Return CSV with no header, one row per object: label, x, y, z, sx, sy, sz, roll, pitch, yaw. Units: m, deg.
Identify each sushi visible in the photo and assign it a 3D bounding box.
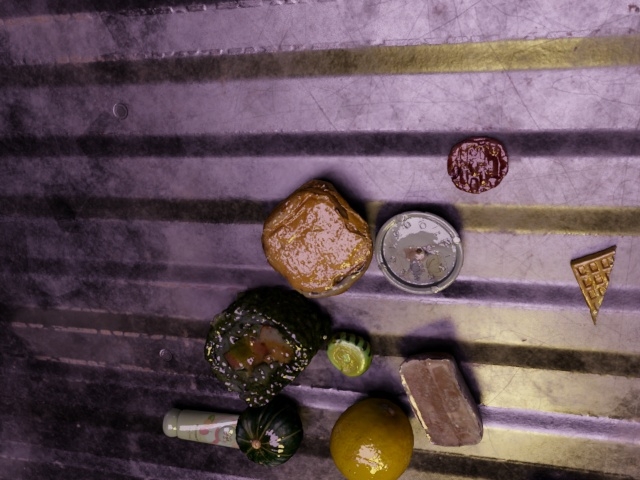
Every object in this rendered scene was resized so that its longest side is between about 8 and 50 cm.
sushi,-0.172,0.291,1.909,0.294,0.178,0.352,45,121,-1

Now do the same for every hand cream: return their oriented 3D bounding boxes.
hand cream,-0.363,0.616,2.167,0.306,0.093,0.147,5,113,5

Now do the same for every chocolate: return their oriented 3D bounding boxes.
chocolate,0.347,0.440,1.851,0.185,0.100,0.303,-15,104,34

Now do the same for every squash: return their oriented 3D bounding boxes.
squash,-0.159,0.591,2.032,0.218,0.172,0.218,7,114,16

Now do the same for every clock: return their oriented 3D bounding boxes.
clock,0.260,0.027,1.730,0.237,0.053,0.236,6,111,16

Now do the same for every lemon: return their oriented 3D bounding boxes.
lemon,0.155,0.566,1.888,0.241,0.240,0.219,22,114,8

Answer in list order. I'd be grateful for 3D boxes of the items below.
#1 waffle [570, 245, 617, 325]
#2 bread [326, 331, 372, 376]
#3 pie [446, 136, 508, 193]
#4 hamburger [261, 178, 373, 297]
waffle,0.712,0.118,1.641,0.125,0.032,0.191,-24,105,22
bread,0.084,0.325,1.901,0.139,0.071,0.130,24,120,5
pie,0.385,-0.186,1.612,0.154,0.038,0.153,5,113,12
hamburger,0.000,0.000,1.742,0.319,0.158,0.318,6,113,16
